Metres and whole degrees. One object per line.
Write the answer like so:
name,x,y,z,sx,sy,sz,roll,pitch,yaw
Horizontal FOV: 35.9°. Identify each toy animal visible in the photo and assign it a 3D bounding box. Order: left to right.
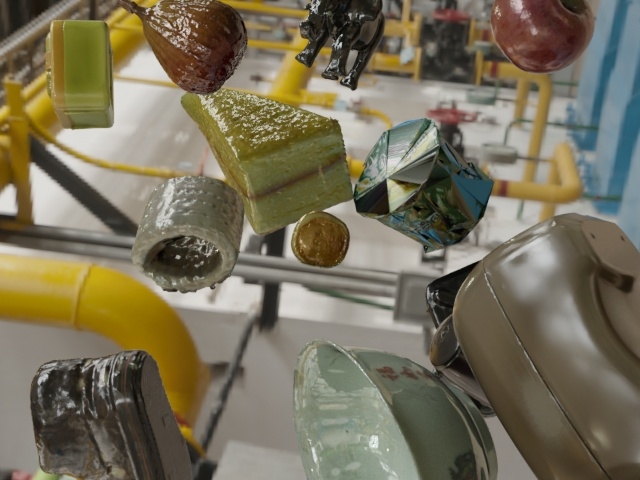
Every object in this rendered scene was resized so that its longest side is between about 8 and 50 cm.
toy animal,0.024,-0.319,1.480,0.146,0.115,0.245,-64,-7,6

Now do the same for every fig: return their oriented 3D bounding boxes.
fig,-0.159,-0.225,1.149,0.119,0.153,0.119,180,90,-82

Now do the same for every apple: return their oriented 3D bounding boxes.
apple,0.315,-0.312,1.427,0.120,0.153,0.153,-38,30,41

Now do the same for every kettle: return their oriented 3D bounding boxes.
kettle,0.311,0.194,1.668,0.202,0.232,0.144,-57,20,15

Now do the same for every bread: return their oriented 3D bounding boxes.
bread,-0.126,-0.225,2.126,0.361,0.245,0.233,56,165,40
bread,0.000,0.000,1.777,0.024,0.110,0.110,-134,49,-77

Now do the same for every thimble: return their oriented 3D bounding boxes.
thimble,-0.141,-0.007,1.068,0.102,0.115,0.090,42,-147,-31

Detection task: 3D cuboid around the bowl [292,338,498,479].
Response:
bowl,0.136,0.329,1.489,0.435,0.196,0.434,45,144,47

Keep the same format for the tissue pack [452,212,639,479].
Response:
tissue pack,0.357,0.175,1.350,0.267,0.277,0.387,4,-130,-58

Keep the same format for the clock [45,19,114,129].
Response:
clock,-0.370,-0.254,1.538,0.202,0.096,0.143,153,113,-80

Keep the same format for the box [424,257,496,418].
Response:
box,0.373,0.165,1.907,0.073,0.289,0.290,56,-168,-73

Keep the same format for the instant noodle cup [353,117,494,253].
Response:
instant noodle cup,0.206,-0.101,1.963,0.240,0.178,0.240,-34,38,32

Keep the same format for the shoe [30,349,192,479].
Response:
shoe,-0.370,0.364,1.722,0.171,0.237,0.384,-81,-17,-56
